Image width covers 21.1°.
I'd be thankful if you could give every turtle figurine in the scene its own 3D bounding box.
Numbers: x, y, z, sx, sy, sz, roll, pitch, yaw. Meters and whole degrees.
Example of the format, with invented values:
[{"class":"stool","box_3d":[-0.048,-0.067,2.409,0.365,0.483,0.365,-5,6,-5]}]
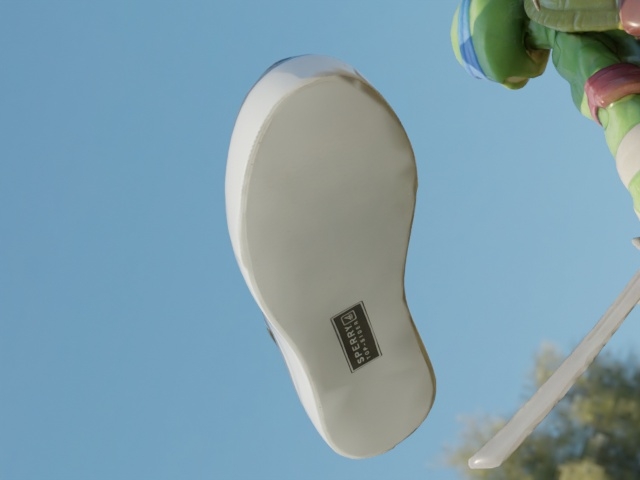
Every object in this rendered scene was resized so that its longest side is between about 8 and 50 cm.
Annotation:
[{"class":"turtle figurine","box_3d":[0.201,-0.054,0.755,0.198,0.266,0.275,7,-107,-54]}]

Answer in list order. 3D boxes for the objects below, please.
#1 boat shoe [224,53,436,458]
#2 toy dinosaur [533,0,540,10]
[{"class":"boat shoe","box_3d":[0.000,0.000,0.725,0.080,0.076,0.228,-28,-41,-8]},{"class":"toy dinosaur","box_3d":[0.057,-0.090,0.421,0.082,0.047,0.090,10,-124,-49]}]
